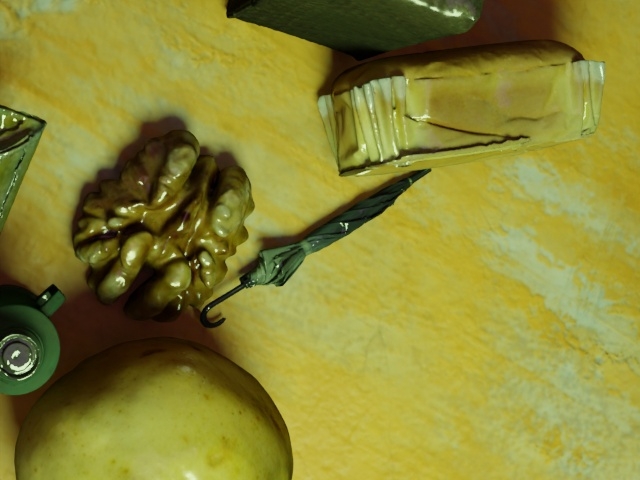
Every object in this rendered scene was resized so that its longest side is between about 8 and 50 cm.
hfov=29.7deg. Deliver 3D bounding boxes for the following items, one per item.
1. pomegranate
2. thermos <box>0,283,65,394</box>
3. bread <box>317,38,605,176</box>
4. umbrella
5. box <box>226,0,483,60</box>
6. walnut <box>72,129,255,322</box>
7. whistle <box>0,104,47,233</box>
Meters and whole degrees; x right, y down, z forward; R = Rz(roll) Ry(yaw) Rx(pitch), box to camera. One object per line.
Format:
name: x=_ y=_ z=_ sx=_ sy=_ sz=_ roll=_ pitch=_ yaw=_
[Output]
pomegranate: x=-0.134 y=0.185 z=0.995 sx=0.233 sy=0.233 sz=0.233 roll=-1 pitch=93 yaw=-18
thermos: x=-0.241 y=0.079 z=0.964 sx=0.083 sy=0.188 sz=0.073 roll=-14 pitch=98 yaw=-16
bread: x=0.128 y=-0.123 z=1.106 sx=0.241 sy=0.136 sz=0.107 roll=-10 pitch=93 yaw=-19
umbrella: x=-0.002 y=-0.004 z=1.120 sx=0.269 sy=0.044 sz=0.044 roll=-36 pitch=130 yaw=-15
box: x=0.034 y=-0.264 z=0.995 sx=0.143 sy=0.273 sz=0.184 roll=14 pitch=88 yaw=-18
walnut: x=-0.136 y=-0.010 z=1.060 sx=0.143 sy=0.069 sz=0.170 roll=33 pitch=85 yaw=-19
whistle: x=-0.310 y=0.040 z=0.971 sx=0.068 sy=0.057 sz=0.326 roll=17 pitch=103 yaw=-41
